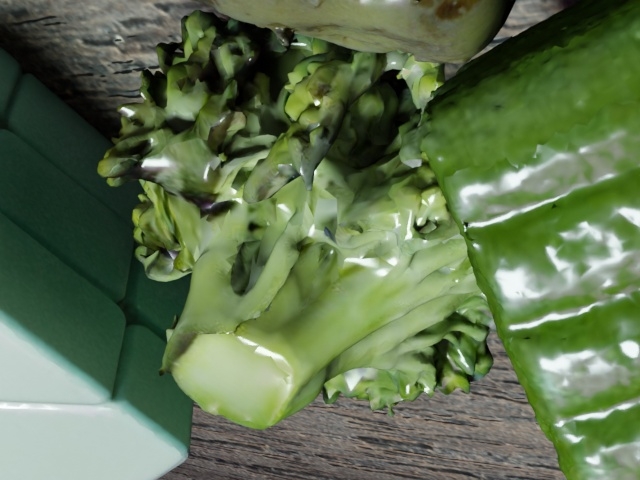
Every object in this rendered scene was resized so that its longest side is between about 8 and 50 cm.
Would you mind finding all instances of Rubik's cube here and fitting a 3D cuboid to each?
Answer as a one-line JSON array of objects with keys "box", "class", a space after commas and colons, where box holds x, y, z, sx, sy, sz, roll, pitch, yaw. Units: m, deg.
[{"box": [-0.316, 0.065, 0.932, 0.319, 0.316, 0.322, -36, 121, 21], "class": "Rubik's cube"}]

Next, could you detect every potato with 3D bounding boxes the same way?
[{"box": [-0.011, -0.188, 0.592, 0.262, 0.165, 0.165, 26, 150, -9], "class": "potato"}]

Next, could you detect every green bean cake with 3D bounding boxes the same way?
[{"box": [0.170, 0.003, 0.535, 0.156, 0.247, 0.249, -24, 96, 21], "class": "green bean cake"}]

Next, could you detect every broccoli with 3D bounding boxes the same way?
[{"box": [0.009, -0.014, 0.792, 0.334, 0.272, 0.324, 34, 109, -2], "class": "broccoli"}]
